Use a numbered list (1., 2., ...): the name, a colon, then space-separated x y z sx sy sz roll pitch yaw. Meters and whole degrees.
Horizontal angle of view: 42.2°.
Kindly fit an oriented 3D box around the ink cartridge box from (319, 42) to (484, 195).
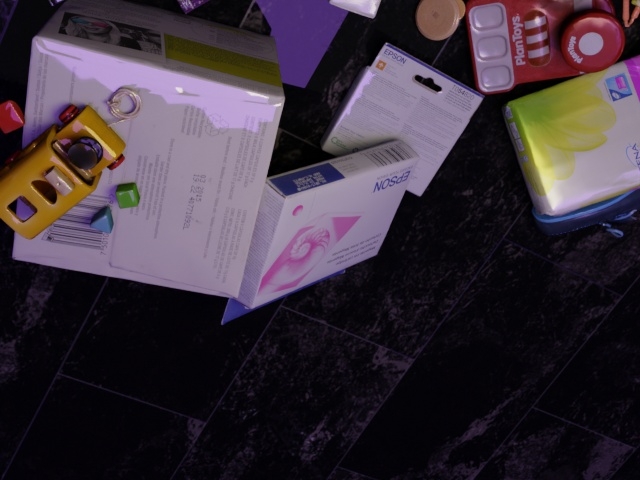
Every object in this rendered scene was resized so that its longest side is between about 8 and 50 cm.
1. ink cartridge box: 0.146 -0.218 1.500 0.223 0.045 0.224 24 112 -21

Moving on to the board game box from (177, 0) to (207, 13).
1. board game box: -0.210 -0.548 1.259 0.208 0.056 0.347 -31 119 3

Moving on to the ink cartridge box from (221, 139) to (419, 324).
1. ink cartridge box: 0.000 0.000 1.450 0.324 0.071 0.330 -22 142 -41

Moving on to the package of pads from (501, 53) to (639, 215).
1. package of pads: 0.501 -0.188 1.500 0.297 0.101 0.229 -19 93 2

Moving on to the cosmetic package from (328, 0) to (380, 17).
1. cosmetic package: 0.076 -0.482 1.303 0.086 0.117 0.231 14 114 -15

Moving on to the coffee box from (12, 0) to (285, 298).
1. coffee box: -0.260 -0.159 1.295 0.338 0.334 0.337 11 116 -12

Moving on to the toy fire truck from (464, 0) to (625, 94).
1. toy fire truck: 0.360 -0.401 1.382 0.254 0.169 0.302 -7 120 16

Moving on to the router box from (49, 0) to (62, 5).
1. router box: -0.410 -0.415 1.253 0.038 0.122 0.092 -26 121 1

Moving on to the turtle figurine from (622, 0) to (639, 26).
1. turtle figurine: 0.600 -0.388 1.386 0.269 0.087 0.217 36 68 -34

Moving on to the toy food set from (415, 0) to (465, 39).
1. toy food set: 0.199 -0.383 1.410 0.083 0.020 0.083 34 118 18

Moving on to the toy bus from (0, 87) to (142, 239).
1. toy bus: -0.334 -0.091 1.073 0.191 0.104 0.202 4 117 -8

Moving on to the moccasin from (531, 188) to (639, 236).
1. moccasin: 0.581 -0.076 1.602 0.342 0.137 0.116 -21 127 2
